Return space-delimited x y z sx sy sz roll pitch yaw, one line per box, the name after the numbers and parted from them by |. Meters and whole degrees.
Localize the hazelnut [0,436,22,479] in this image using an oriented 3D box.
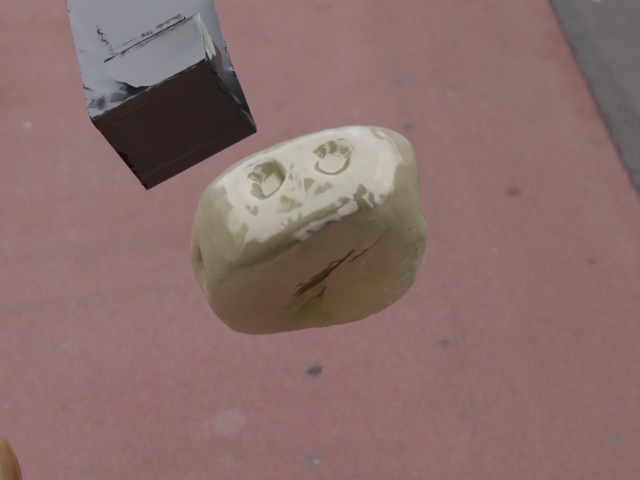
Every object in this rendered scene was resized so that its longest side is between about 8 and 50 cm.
-0.361 0.171 0.727 0.372 0.372 0.315 13 45 22 | hazelnut

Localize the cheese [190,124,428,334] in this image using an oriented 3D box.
0.000 0.000 1.121 0.235 0.218 0.117 -37 54 25 | cheese

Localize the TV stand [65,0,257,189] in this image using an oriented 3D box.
-0.082 -0.128 0.516 0.049 0.040 0.256 -26 47 7 | TV stand
